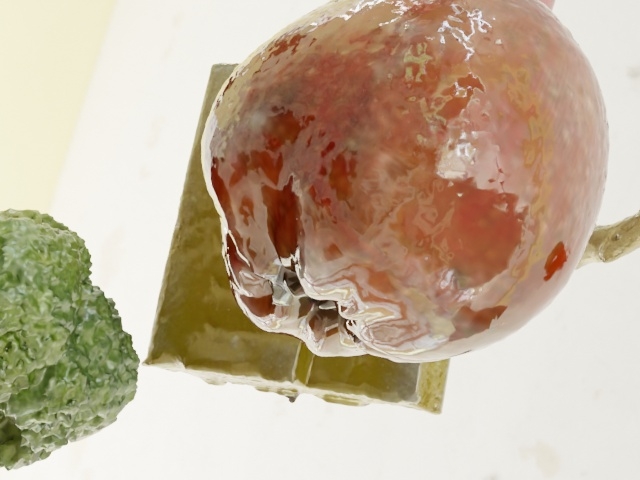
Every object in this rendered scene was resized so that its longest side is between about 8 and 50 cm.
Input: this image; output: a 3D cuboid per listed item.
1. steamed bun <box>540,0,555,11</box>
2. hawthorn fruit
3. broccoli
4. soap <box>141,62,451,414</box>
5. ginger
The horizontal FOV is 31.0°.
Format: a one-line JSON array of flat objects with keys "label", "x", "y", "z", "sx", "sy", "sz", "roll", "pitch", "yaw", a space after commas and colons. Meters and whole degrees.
[{"label": "steamed bun", "x": 0.173, "y": -0.351, "z": 1.424, "sx": 0.309, "sy": 0.309, "sz": 0.309, "roll": 4, "pitch": -85, "yaw": 57}, {"label": "hawthorn fruit", "x": 0.058, "y": -0.039, "z": 0.764, "sx": 0.284, "sy": 0.284, "sz": 0.284, "roll": 4, "pitch": -85, "yaw": 57}, {"label": "broccoli", "x": -0.283, "y": 0.076, "z": 0.852, "sx": 0.302, "sy": 0.254, "sz": 0.186, "roll": -9, "pitch": -109, "yaw": 16}, {"label": "soap", "x": 0.000, "y": 0.000, "z": 1.020, "sx": 0.143, "sy": 0.259, "sz": 0.281, "roll": 50, "pitch": 48, "yaw": -71}, {"label": "ginger", "x": 0.332, "y": -0.001, "z": 1.578, "sx": 0.333, "sy": 0.148, "sz": 0.081, "roll": 4, "pitch": -62, "yaw": 64}]
